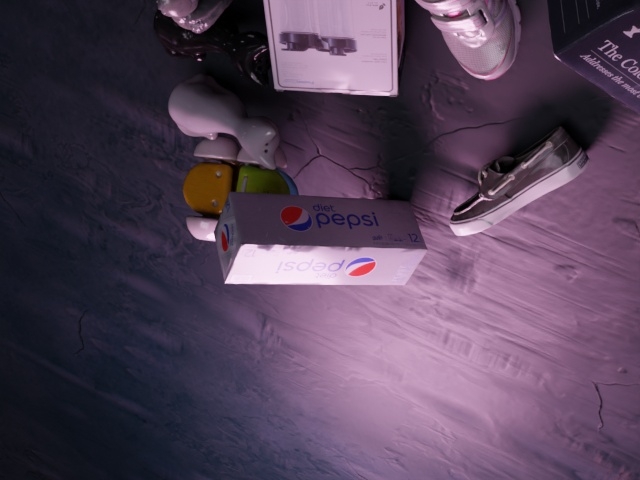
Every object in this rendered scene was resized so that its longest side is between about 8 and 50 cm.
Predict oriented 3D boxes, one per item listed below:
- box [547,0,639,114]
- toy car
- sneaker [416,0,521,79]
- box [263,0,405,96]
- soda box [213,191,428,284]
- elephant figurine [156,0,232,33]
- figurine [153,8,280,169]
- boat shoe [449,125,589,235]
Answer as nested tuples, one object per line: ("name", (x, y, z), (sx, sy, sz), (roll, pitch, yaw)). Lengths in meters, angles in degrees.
("box", (0.434, -0.236, 0.920), (0.343, 0.179, 0.312), (23, 144, -33))
("toy car", (-0.113, -0.072, 1.535), (0.182, 0.136, 0.159), (9, 91, 30))
("sneaker", (0.157, -0.298, 1.198), (0.103, 0.111, 0.252), (-10, 118, 37))
("box", (0.016, -0.317, 1.228), (0.169, 0.087, 0.290), (3, 137, 10))
("soda box", (0.000, 0.000, 1.428), (0.286, 0.098, 0.091), (1, 140, -24))
("elephant figurine", (-0.206, -0.399, 1.333), (0.239, 0.186, 0.169), (41, 104, 35))
("figurine", (-0.131, -0.218, 1.411), (0.209, 0.092, 0.215), (32, 140, 38))
("boat shoe", (0.250, -0.081, 1.340), (0.219, 0.078, 0.070), (-33, 104, 35))
